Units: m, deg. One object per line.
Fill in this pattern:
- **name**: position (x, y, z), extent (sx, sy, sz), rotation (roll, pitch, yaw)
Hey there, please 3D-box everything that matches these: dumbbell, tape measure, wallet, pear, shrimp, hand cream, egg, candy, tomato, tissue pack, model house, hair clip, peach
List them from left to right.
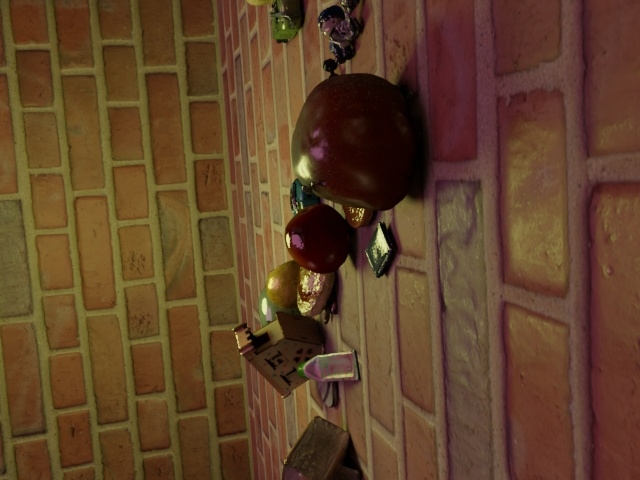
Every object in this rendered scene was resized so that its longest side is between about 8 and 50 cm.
- **egg**: position (-0.139, 0.260, 2.358), extent (0.169, 0.169, 0.236), rotation (128, 135, -67)
- **tape measure**: position (-0.113, -0.735, 2.095), extent (0.177, 0.087, 0.154), rotation (-171, 77, -71)
- **model house**: position (-0.112, 0.355, 2.201), extent (0.326, 0.244, 0.169), rotation (55, -172, -37)
- **pear**: position (-0.100, 0.144, 2.214), extent (0.178, 0.178, 0.178), rotation (175, 90, -74)
- **tape measure**: position (-0.056, -0.133, 2.104), extent (0.125, 0.081, 0.146), rotation (145, 119, -68)
- **peach**: position (0.000, 0.000, 1.796), extent (0.197, 0.197, 0.197), rotation (175, 90, -74)
- **tissue pack**: position (0.010, 0.746, 2.011), extent (0.238, 0.238, 0.305), rotation (-113, 24, -47)
- **hair clip**: position (0.019, 0.464, 2.101), extent (0.220, 0.054, 0.140), rotation (99, 154, -48)
- **hand cream**: position (0.024, 0.380, 1.947), extent (0.275, 0.050, 0.079), rotation (-20, 101, 51)
- **shrimp**: position (0.029, 0.219, 2.024), extent (0.091, 0.025, 0.127), rotation (-122, 33, -54)
- **dumbbell**: position (0.032, -0.458, 1.771), extent (0.036, 0.040, 0.083), rotation (-39, 52, 35)
- **candy**: position (0.063, -0.589, 1.553), extent (0.094, 0.051, 0.226), rotation (23, 121, 26)
- **tomato**: position (0.064, -0.198, 1.378), extent (0.303, 0.239, 0.303), rotation (179, 90, -75)
- **wallet**: position (0.146, 0.024, 1.552), extent (0.129, 0.026, 0.088), rotation (110, 147, -54)

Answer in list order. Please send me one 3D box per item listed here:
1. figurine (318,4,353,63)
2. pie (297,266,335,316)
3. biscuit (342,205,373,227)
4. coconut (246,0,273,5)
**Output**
- **figurine**: position (0.044, -0.530, 1.659), extent (0.086, 0.087, 0.149), rotation (-26, 80, 34)
- **pie**: position (-0.021, 0.134, 2.027), extent (0.179, 0.084, 0.205), rotation (-105, 30, -53)
- **biscuit**: position (0.092, -0.176, 1.645), extent (0.202, 0.044, 0.289), rotation (-178, 84, -73)
- **coconut**: position (-0.202, -0.879, 2.168), extent (0.194, 0.194, 0.194), rotation (175, 90, -74)
